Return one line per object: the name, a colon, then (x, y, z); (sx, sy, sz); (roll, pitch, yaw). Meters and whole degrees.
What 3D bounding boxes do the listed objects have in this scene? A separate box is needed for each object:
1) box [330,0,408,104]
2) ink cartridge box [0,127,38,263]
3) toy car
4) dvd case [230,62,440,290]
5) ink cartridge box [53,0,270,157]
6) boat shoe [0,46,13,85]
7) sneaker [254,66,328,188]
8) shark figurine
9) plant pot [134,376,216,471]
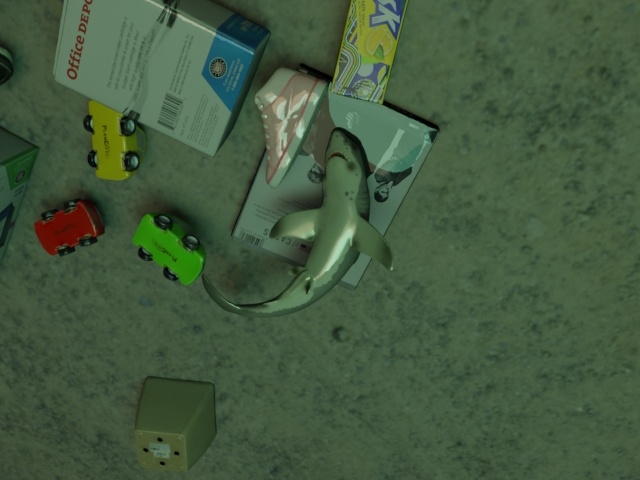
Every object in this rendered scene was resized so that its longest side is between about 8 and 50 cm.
box: (0.057, -0.232, 0.589); (0.059, 0.054, 0.168); (13, 105, -1)
ink cartridge box: (-0.454, -0.027, 0.699); (0.093, 0.154, 0.212); (29, 114, -9)
toy car: (-0.229, -0.030, 0.708); (0.225, 0.053, 0.239); (38, 114, 6)
dvd case: (0.011, -0.068, 0.699); (0.179, 0.029, 0.238); (24, 116, -5)
ink cartridge box: (-0.171, -0.200, 0.614); (0.191, 0.082, 0.139); (26, 126, -7)
boat shoe: (-0.462, -0.155, 0.653); (0.233, 0.084, 0.079); (-25, 78, -6)
sneaker: (-0.048, -0.129, 0.634); (0.070, 0.051, 0.134); (25, 111, -2)
shark figurine: (-0.004, 0.029, 0.681); (0.166, 0.116, 0.278); (47, 106, 20)
plant pot: (-0.223, 0.283, 0.851); (0.109, 0.096, 0.109); (5, 116, 4)
